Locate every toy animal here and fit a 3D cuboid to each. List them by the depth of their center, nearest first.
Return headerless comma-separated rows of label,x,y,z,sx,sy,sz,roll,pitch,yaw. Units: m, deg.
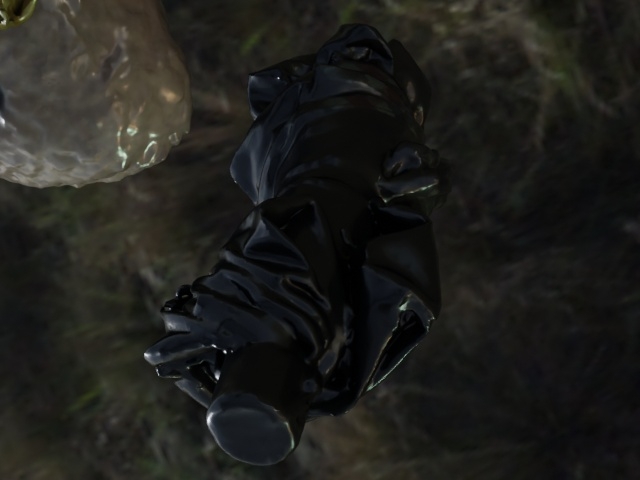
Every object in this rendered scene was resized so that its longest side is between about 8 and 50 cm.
toy animal,-0.229,-0.191,1.146,0.226,0.188,0.358,-23,81,34

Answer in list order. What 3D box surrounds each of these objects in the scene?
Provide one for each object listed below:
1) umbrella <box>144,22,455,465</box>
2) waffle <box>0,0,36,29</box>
umbrella,0.001,0.000,0.819,0.122,0.272,0.110,11,125,5
waffle,-0.173,-0.268,0.926,0.283,0.065,0.310,-2,97,48
